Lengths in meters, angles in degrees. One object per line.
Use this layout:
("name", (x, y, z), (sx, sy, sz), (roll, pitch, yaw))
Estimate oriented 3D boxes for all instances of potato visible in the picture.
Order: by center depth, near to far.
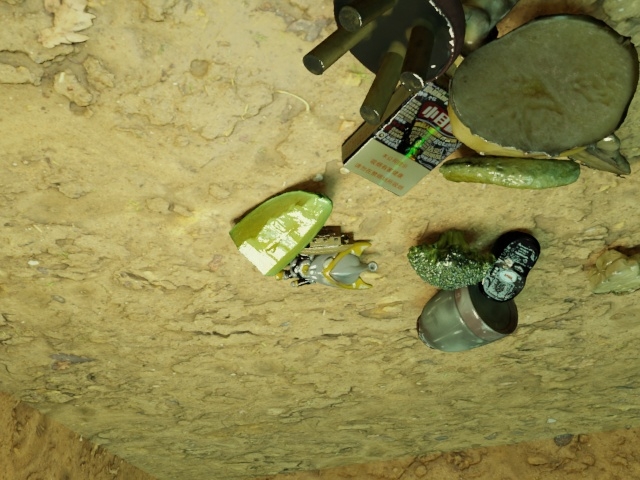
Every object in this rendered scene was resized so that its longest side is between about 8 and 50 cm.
("potato", (0.446, -0.255, 1.185), (0.397, 0.290, 0.296), (-36, 164, -9))

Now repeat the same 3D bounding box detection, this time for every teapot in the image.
("teapot", (0.487, 0.252, 1.910), (0.315, 0.233, 0.312), (-6, 157, -42))

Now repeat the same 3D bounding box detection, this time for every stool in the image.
("stool", (0.115, -0.372, 1.058), (0.272, 0.178, 0.272), (28, 156, 14))

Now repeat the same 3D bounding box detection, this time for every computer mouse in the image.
("computer mouse", (0.575, 0.077, 1.741), (0.137, 0.096, 0.233), (27, 105, -12))

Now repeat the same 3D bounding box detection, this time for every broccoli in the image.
("broccoli", (0.388, 0.060, 1.679), (0.226, 0.176, 0.198), (-36, 148, 22))

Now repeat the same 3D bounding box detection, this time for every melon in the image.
("melon", (-0.087, -0.037, 1.572), (0.323, 0.124, 0.196), (-38, 114, 24))

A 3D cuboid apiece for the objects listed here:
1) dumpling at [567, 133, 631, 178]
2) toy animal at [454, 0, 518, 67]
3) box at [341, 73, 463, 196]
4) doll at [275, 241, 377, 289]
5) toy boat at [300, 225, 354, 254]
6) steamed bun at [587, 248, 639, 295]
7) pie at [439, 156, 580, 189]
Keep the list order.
("dumpling", (0.675, -0.236, 1.395), (0.166, 0.086, 0.332), (25, -177, 33))
("toy animal", (0.316, -0.456, 1.104), (0.168, 0.121, 0.233), (12, 131, -41))
("box", (0.219, -0.255, 1.359), (0.198, 0.084, 0.310), (24, 134, -27))
("doll", (0.018, 0.078, 1.744), (0.316, 0.146, 0.103), (-1, 174, 7))
("toy boat", (0.000, 0.000, 1.678), (0.200, 0.057, 0.077), (-5, 136, 4))
("steamed bun", (0.952, 0.093, 1.800), (0.177, 0.106, 0.192), (-2, 149, -7))
("pie", (0.457, -0.165, 1.362), (0.323, 0.323, 0.071), (0, 98, -3))
